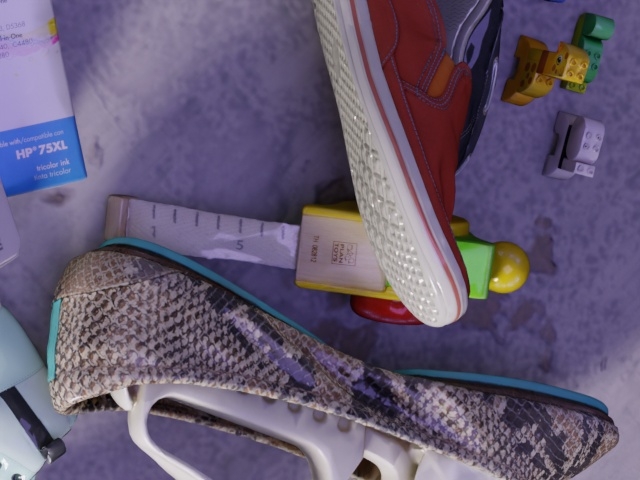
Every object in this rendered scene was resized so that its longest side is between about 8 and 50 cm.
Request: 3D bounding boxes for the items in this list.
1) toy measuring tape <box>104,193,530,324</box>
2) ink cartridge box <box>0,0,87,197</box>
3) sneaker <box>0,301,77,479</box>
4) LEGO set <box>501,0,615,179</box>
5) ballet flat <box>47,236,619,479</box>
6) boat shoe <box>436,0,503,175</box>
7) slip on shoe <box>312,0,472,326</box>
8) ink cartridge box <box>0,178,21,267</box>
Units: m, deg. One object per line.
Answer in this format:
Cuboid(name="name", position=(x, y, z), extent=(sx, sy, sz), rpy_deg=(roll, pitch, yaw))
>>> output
Cuboid(name="toy measuring tape", position=(0.000, 0.000, 1.386), extent=(0.330, 0.121, 0.121), rpy_deg=(7, 98, 1))
Cuboid(name="ink cartridge box", position=(-0.233, -0.155, 1.229), extent=(0.078, 0.134, 0.231), rpy_deg=(-13, 106, -17))
Cuboid(name="sneaker", position=(-0.297, 0.170, 1.288), extent=(0.256, 0.094, 0.151), rpy_deg=(-41, 105, -11))
Cuboid(name="LEGO set", position=(0.211, -0.160, 1.418), extent=(0.087, 0.093, 0.227), rpy_deg=(12, 96, -22))
Cuboid(name="ballet flat", position=(0.009, 0.154, 1.359), extent=(0.483, 0.164, 0.182), rpy_deg=(20, 63, -20))
Cuboid(name="boat shoe", position=(0.107, -0.161, 1.401), extent=(0.079, 0.084, 0.233), rpy_deg=(13, 89, -59))
Cuboid(name="slip on shoe", position=(0.068, -0.097, 1.298), extent=(0.101, 0.123, 0.331), rpy_deg=(-8, 67, -10))
Cuboid(name="ink cartridge box", position=(-0.321, -0.034, 1.183), extent=(0.086, 0.203, 0.148), rpy_deg=(-39, 117, -54))
